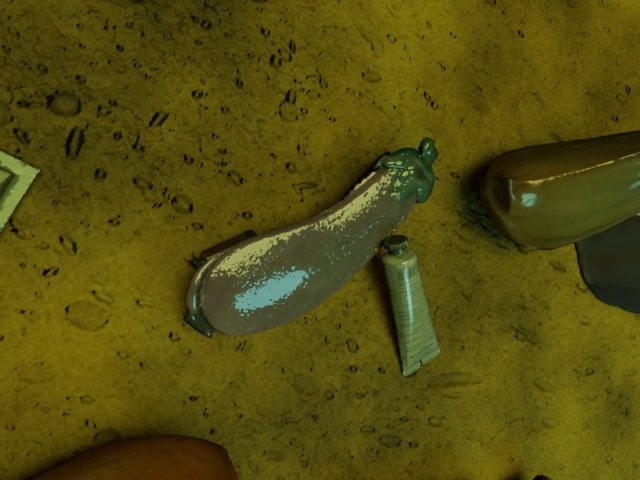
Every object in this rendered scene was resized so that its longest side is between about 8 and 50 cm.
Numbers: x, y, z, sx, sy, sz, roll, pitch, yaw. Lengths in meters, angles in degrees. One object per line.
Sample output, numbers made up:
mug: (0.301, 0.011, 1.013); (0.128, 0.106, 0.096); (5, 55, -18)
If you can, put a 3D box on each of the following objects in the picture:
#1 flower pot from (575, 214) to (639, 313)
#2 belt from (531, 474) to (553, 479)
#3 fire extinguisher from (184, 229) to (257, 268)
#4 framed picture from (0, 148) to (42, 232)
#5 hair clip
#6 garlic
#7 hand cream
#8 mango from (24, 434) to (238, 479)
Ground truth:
flower pot: (0.559, -0.021, 0.806); (0.265, 0.243, 0.264); (3, 83, -22)
belt: (0.311, 0.442, 0.761); (0.053, 0.071, 0.231); (-15, 96, -30)
fire extinguisher: (-0.113, 0.012, 0.628); (0.083, 0.022, 0.028); (-26, 59, -22)
framed picture: (-0.451, -0.040, 0.485); (0.293, 0.018, 0.231); (30, 75, -19)
hair clip: (0.001, 0.002, 0.652); (0.359, 0.110, 0.096); (-40, 68, -18)
garlic: (0.384, -0.078, 0.723); (0.339, 0.196, 0.151); (-11, 87, 7)
hand cream: (0.113, 0.083, 0.697); (0.067, 0.042, 0.194); (-29, 119, -27)
mango: (-0.222, 0.289, 0.484); (0.350, 0.199, 0.201); (-10, 62, -11)
